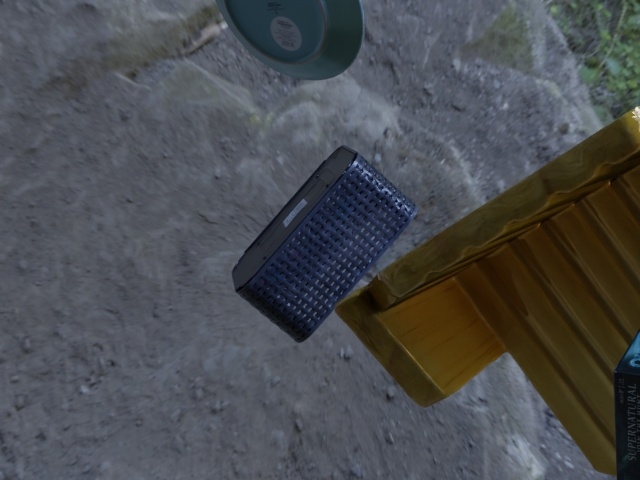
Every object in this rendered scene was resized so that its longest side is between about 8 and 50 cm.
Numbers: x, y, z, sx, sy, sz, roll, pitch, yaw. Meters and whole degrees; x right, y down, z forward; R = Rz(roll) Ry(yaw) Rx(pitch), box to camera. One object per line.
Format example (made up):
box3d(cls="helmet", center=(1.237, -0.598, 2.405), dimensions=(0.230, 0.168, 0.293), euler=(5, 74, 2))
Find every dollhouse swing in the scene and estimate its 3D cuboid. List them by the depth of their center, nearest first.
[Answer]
box3d(cls="dollhouse swing", center=(0.269, 0.078, 0.761), dimensions=(0.347, 0.315, 0.305), euler=(-33, 82, 27))

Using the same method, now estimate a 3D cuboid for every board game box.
box3d(cls="board game box", center=(0.237, 0.142, 0.640), dimensions=(0.026, 0.126, 0.186), euler=(7, 116, 33))

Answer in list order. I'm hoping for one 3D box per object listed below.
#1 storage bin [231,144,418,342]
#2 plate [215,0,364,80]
box3d(cls="storage bin", center=(0.000, 0.000, 0.923), dimensions=(0.084, 0.122, 0.180), euler=(40, 93, -13))
box3d(cls="plate", center=(-0.042, -0.235, 0.905), dimensions=(0.188, 0.188, 0.024), euler=(39, 55, 3))
